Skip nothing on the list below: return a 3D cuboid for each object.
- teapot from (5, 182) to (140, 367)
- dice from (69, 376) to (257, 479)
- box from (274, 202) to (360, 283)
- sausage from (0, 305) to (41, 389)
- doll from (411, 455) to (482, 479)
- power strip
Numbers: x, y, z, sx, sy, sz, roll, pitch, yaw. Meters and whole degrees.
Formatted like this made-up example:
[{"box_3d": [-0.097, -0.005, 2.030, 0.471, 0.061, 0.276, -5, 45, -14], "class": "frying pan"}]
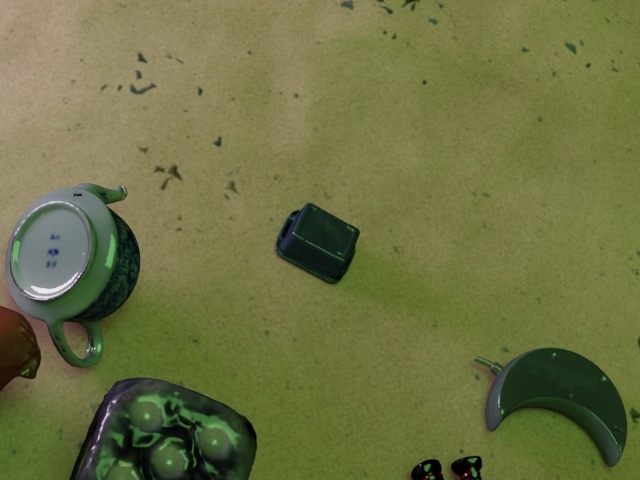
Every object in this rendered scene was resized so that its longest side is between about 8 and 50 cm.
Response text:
[{"box_3d": [-0.275, 0.033, 1.803, 0.159, 0.159, 0.232, 10, 76, -15], "class": "teapot"}, {"box_3d": [-0.180, 0.268, 1.689, 0.183, 0.182, 0.181, 22, 62, -6], "class": "dice"}, {"box_3d": [0.000, 0.000, 1.953, 0.099, 0.054, 0.074, 28, 62, -6], "class": "box"}, {"box_3d": [-0.442, 0.140, 1.685, 0.254, 0.148, 0.148, -14, 71, -30], "class": "sausage"}, {"box_3d": [0.186, 0.377, 1.830, 0.127, 0.088, 0.249, -19, 63, -5], "class": "doll"}, {"box_3d": [0.294, 0.202, 1.967, 0.216, 0.044, 0.137, 19, 61, -10], "class": "power strip"}]
